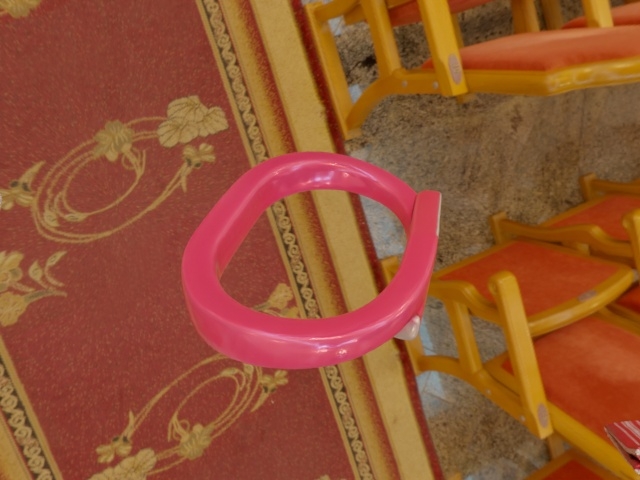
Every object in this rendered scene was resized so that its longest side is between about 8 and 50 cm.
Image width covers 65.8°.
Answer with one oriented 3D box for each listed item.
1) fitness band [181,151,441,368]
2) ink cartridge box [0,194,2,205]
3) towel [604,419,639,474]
[{"bbox_3d":[0.000,0.000,0.456,0.208,0.291,0.054,10,127,13],"label":"fitness band"},{"bbox_3d":[-0.292,0.097,0.187,0.223,0.129,0.308,-2,114,-60],"label":"ink cartridge box"},{"bbox_3d":[0.479,0.204,0.552,0.274,0.199,0.031,-18,74,19],"label":"towel"}]
